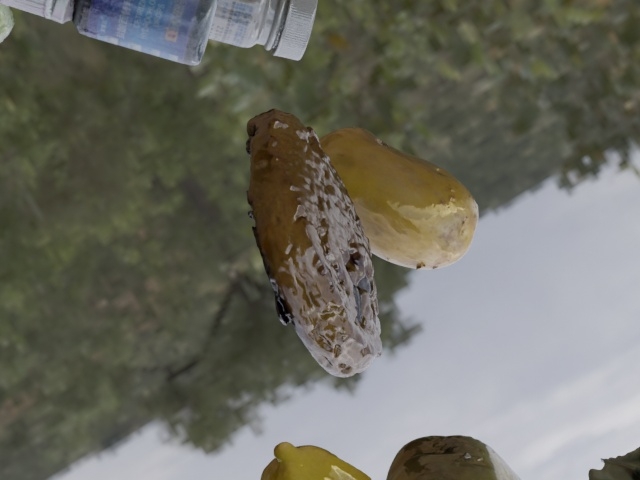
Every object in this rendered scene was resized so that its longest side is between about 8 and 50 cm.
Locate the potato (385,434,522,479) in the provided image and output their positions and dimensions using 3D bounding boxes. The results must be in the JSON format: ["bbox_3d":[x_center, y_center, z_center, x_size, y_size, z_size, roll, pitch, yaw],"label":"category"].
[{"bbox_3d":[0.163,0.307,1.531,0.141,0.296,0.191,-45,168,12],"label":"potato"}]

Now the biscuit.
[{"bbox_3d":[0.002,0.000,1.734,0.075,0.296,0.296,-18,-176,13],"label":"biscuit"}]

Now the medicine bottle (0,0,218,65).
[{"bbox_3d":[-0.202,-0.231,1.607,0.083,0.203,0.083,-164,-90,-88],"label":"medicine bottle"}]

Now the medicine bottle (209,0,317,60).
[{"bbox_3d":[-0.095,-0.306,2.212,0.168,0.105,0.105,14,172,-10],"label":"medicine bottle"}]

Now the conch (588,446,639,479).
[{"bbox_3d":[0.405,0.293,1.981,0.173,0.106,0.116,-8,-177,14],"label":"conch"}]

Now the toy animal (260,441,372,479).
[{"bbox_3d":[-0.033,0.219,1.327,0.159,0.083,0.070,-50,-174,47],"label":"toy animal"}]

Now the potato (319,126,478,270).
[{"bbox_3d":[0.087,-0.052,2.105,0.146,0.234,0.150,-60,173,-14],"label":"potato"}]

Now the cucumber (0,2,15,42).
[{"bbox_3d":[-0.470,-0.336,2.035,0.074,0.241,0.074,-43,174,-6],"label":"cucumber"}]
